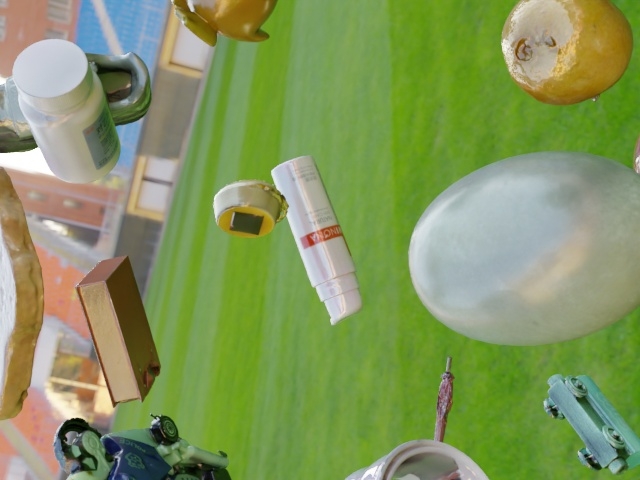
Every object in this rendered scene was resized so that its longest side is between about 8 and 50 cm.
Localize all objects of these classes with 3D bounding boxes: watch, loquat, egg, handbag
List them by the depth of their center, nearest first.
[{"bbox_3d":[0.273,-0.216,1.029,0.141,0.141,0.141,-167,90,-79],"label":"loquat"},{"bbox_3d":[0.117,0.378,1.095,0.196,0.244,0.231,-44,5,42],"label":"watch"},{"bbox_3d":[0.289,0.013,1.245,0.258,0.352,0.258,-7,-90,-66],"label":"egg"},{"bbox_3d":[-0.286,0.130,1.326,0.127,0.063,0.190,-82,-21,-74],"label":"handbag"}]

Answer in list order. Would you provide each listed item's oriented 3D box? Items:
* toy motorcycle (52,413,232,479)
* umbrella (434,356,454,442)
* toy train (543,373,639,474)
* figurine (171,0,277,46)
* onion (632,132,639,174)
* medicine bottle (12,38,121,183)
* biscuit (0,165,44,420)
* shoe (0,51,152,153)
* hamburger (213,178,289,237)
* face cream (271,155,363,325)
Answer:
[{"bbox_3d":[-0.269,0.371,1.412,0.125,0.331,0.196,-33,59,18],"label":"toy motorcycle"},{"bbox_3d":[0.194,0.264,1.456,0.027,0.025,0.165,-17,-64,-66],"label":"umbrella"},{"bbox_3d":[0.578,0.381,1.934,0.101,0.159,0.248,-57,43,29],"label":"toy train"},{"bbox_3d":[-0.120,-0.417,1.440,0.215,0.215,0.228,-97,28,-61],"label":"figurine"},{"bbox_3d":[0.755,-0.118,1.750,0.353,0.354,0.353,-167,90,-79],"label":"onion"},{"bbox_3d":[-0.316,-0.159,1.162,0.186,0.103,0.102,92,-175,-62],"label":"medicine bottle"},{"bbox_3d":[-0.496,0.068,1.394,0.385,0.062,0.365,54,134,38],"label":"biscuit"},{"bbox_3d":[-0.378,-0.211,1.322,0.109,0.293,0.149,71,157,10],"label":"shoe"},{"bbox_3d":[-0.131,-0.063,1.741,0.126,0.141,0.081,81,-170,-58],"label":"hamburger"},{"bbox_3d":[0.000,0.000,1.912,0.345,0.102,0.102,68,163,6],"label":"face cream"}]
